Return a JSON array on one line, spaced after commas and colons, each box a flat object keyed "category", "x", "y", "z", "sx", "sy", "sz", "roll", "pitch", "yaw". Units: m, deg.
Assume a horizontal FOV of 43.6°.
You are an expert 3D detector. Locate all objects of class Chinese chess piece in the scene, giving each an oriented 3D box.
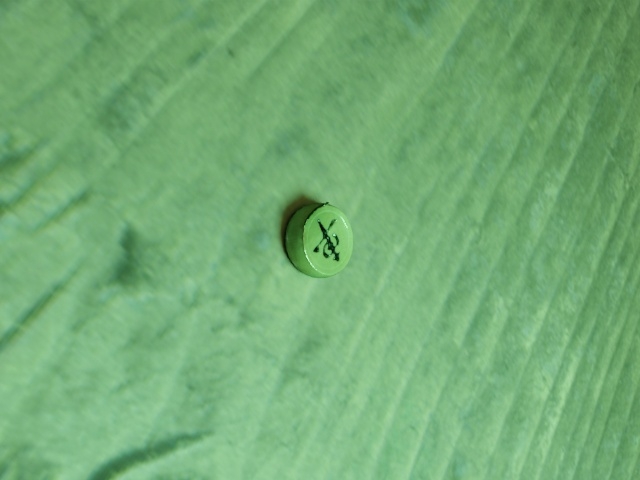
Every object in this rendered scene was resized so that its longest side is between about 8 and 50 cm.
[{"category": "Chinese chess piece", "x": 0.000, "y": 0.000, "z": 0.884, "sx": 0.084, "sy": 0.034, "sz": 0.084, "roll": 3, "pitch": 86, "yaw": -43}]
